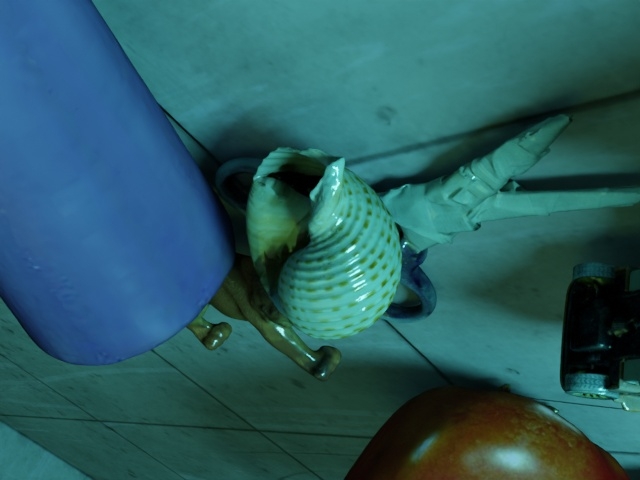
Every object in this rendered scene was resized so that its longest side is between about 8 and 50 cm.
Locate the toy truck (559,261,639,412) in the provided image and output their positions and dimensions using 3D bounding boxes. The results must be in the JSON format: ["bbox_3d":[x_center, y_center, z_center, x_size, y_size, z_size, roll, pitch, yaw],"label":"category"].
[{"bbox_3d":[0.286,0.064,0.638,0.140,0.108,0.256,13,164,-18],"label":"toy truck"}]

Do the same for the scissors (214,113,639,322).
[{"bbox_3d":[0.093,-0.020,0.765,0.256,0.029,0.383,40,149,-24],"label":"scissors"}]

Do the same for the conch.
[{"bbox_3d":[0.004,0.001,0.737,0.135,0.153,0.102,16,-165,35],"label":"conch"}]

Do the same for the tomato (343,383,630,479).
[{"bbox_3d":[0.158,0.302,0.978,0.293,0.290,0.325,30,157,-7],"label":"tomato"}]

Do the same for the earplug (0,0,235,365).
[{"bbox_3d":[-0.240,-0.111,0.710,0.215,0.215,0.456,9,144,28],"label":"earplug"}]

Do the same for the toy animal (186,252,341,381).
[{"bbox_3d":[-0.073,0.040,0.914,0.312,0.097,0.157,13,142,37],"label":"toy animal"}]
